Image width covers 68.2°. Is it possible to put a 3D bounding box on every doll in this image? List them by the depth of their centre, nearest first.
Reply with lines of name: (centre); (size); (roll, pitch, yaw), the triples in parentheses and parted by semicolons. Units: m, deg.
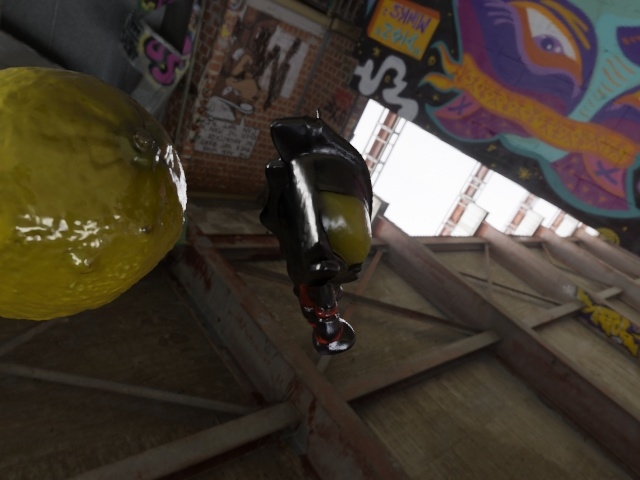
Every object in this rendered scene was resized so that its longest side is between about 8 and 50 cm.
doll: (0.002, -0.002, 0.391); (0.088, 0.249, 0.127); (-29, -130, -18)

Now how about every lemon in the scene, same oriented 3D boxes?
lemon: (-0.213, -0.036, 0.379); (0.192, 0.231, 0.192); (42, -146, -38)
